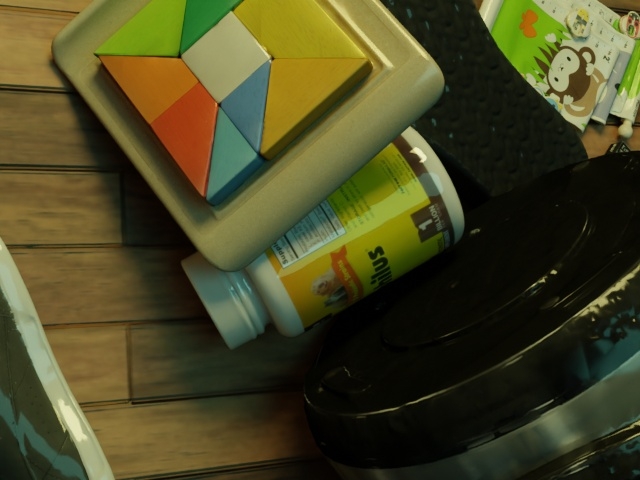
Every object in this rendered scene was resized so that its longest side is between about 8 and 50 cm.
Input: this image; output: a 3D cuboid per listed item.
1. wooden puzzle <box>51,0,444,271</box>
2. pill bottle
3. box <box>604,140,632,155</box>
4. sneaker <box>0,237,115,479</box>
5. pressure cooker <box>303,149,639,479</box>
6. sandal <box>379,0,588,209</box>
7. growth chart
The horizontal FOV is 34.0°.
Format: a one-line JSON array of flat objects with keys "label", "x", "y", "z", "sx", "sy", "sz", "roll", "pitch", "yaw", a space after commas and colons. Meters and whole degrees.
[{"label": "wooden puzzle", "x": -0.062, "y": -0.131, "z": 0.781, "sx": 0.221, "sy": 0.044, "sz": 0.238, "roll": -41, "pitch": 77, "yaw": 5}, {"label": "pill bottle", "x": 0.000, "y": 0.000, "z": 0.847, "sx": 0.215, "sy": 0.117, "sz": 0.117, "roll": -30, "pitch": 100, "yaw": -7}, {"label": "box", "x": 0.325, "y": -0.053, "z": 1.111, "sx": 0.083, "sy": 0.018, "sz": 0.067, "roll": 43, "pitch": 67, "yaw": -19}, {"label": "sneaker", "x": -0.242, "y": 0.144, "z": 0.732, "sx": 0.147, "sy": 0.104, "sz": 0.295, "roll": -26, "pitch": 92, "yaw": -27}, {"label": "pressure cooker", "x": 0.239, "y": 0.183, "z": 0.838, "sx": 0.375, "sy": 0.370, "sz": 0.420, "roll": -40, "pitch": 105, "yaw": -26}, {"label": "sandal", "x": 0.090, "y": -0.141, "z": 0.953, "sx": 0.446, "sy": 0.107, "sz": 0.167, "roll": 45, "pitch": 64, "yaw": -32}, {"label": "growth chart", "x": 0.254, "y": -0.198, "z": 1.085, "sx": 0.237, "sy": 0.021, "sz": 0.171, "roll": 20, "pitch": 77, "yaw": -26}]
